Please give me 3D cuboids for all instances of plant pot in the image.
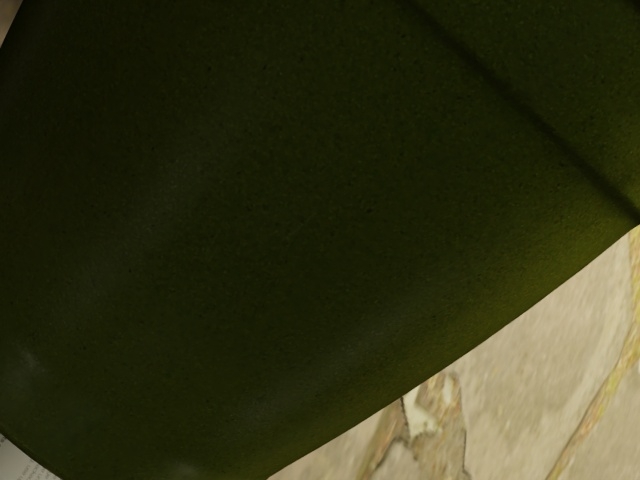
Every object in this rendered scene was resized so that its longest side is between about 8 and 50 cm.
[{"bbox_3d":[-0.029,-0.050,0.664,0.353,0.366,0.366,-47,126,10],"label":"plant pot"}]

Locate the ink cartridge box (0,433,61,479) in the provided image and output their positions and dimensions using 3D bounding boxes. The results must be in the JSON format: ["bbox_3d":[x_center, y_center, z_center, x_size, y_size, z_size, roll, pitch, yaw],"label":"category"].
[{"bbox_3d":[-0.261,0.172,0.759,0.330,0.071,0.324,49,62,-34],"label":"ink cartridge box"}]
